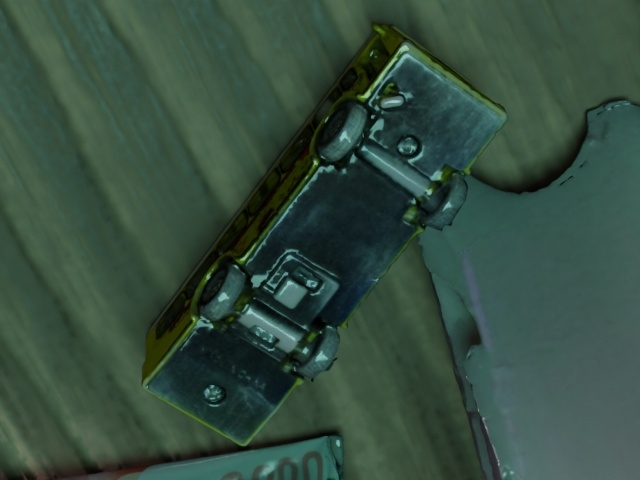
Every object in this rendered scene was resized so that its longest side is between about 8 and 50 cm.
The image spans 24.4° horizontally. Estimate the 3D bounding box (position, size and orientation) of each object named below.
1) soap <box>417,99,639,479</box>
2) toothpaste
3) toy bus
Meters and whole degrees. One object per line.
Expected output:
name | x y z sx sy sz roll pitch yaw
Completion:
soap | 0.164 0.118 0.735 0.159 0.258 0.302 -18 112 1
toothpaste | -0.087 0.145 0.833 0.205 0.036 0.056 -5 111 -10
toy bus | 0.000 0.000 0.764 0.081 0.074 0.226 32 105 -17
